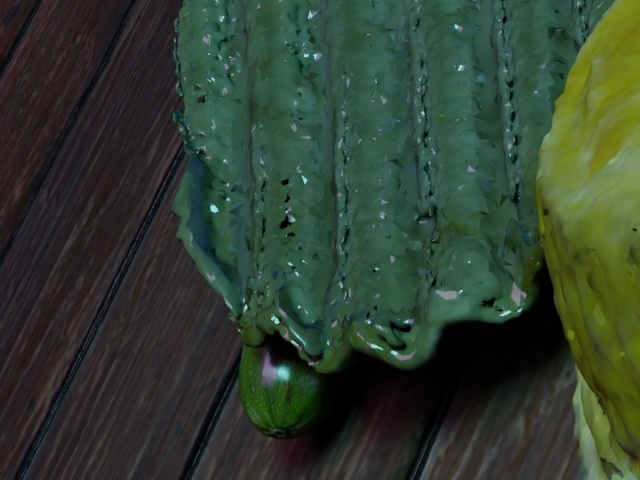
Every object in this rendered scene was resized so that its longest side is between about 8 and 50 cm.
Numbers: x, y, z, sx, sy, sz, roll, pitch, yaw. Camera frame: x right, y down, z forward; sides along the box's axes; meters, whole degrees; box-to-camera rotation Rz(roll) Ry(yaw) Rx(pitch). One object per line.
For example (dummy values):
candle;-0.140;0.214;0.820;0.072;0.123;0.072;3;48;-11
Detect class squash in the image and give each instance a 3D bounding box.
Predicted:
squash;0.000;0.000;1.044;0.066;0.066;0.252;-27;41;40

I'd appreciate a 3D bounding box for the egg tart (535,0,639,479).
egg tart;0.201;-0.036;0.628;0.388;0.169;0.388;-44;17;17

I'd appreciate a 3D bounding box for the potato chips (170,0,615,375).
potato chips;0.071;-0.119;1.001;0.358;0.070;0.429;-25;40;21
